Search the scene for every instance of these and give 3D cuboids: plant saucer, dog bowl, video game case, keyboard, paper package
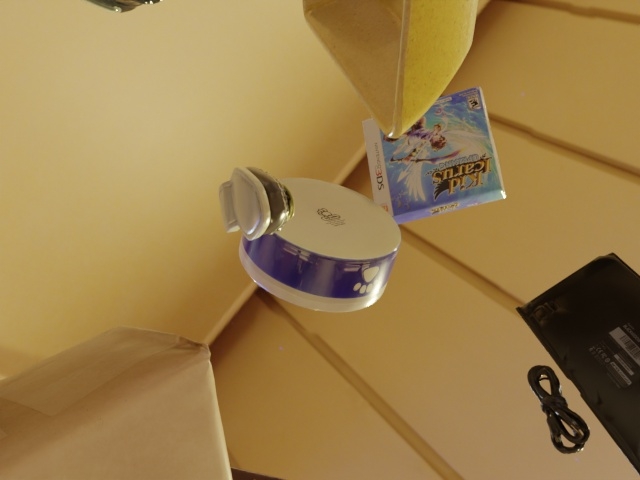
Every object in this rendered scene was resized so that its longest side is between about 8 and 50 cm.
[{"bbox_3d":[0.056,-0.301,0.531,0.080,0.333,0.333,-6,-144,-12],"label":"plant saucer"},{"bbox_3d":[0.000,0.000,1.113,0.265,0.264,0.104,54,-44,47],"label":"dog bowl"},{"bbox_3d":[0.237,-0.178,1.400,0.269,0.061,0.245,-14,-110,19],"label":"video game case"},{"bbox_3d":[0.179,0.082,0.398,0.108,0.023,0.180,-35,-154,9],"label":"keyboard"},{"bbox_3d":[-0.242,0.285,0.600,0.168,0.310,0.324,7,-158,41],"label":"paper package"}]

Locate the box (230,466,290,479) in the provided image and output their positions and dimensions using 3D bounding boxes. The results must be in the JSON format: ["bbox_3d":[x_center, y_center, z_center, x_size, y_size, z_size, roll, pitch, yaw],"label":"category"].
[{"bbox_3d":[-0.173,0.501,1.138,0.203,0.166,0.169,-42,-145,51],"label":"box"}]

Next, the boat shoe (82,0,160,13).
[{"bbox_3d":[-0.248,-0.281,0.516,0.091,0.302,0.115,-10,-120,39],"label":"boat shoe"}]

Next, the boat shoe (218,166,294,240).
[{"bbox_3d":[-0.069,-0.046,0.758,0.227,0.068,0.081,-173,-105,-72],"label":"boat shoe"}]
